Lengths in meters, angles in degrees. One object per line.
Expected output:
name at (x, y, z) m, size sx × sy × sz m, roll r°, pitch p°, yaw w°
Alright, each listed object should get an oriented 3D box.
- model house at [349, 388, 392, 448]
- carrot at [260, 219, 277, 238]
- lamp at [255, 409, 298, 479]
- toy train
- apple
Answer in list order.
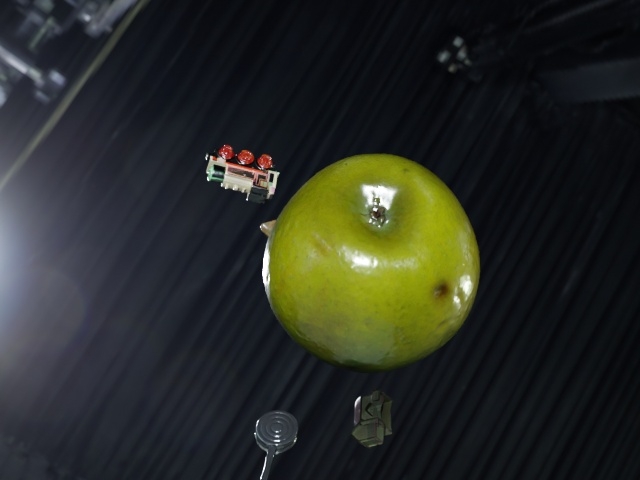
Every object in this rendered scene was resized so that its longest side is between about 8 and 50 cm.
model house at (0.068, 0.262, 1.621) m, size 0.058 × 0.083 × 0.057 m, roll -16°, pitch -36°, yaw 28°
carrot at (0.000, 0.000, 1.856) m, size 0.263 × 0.102 × 0.102 m, roll 13°, pitch 4°, yaw -45°
lamp at (-0.100, 0.367, 1.608) m, size 0.130 × 0.371 × 0.108 m, roll 14°, pitch -47°, yaw 18°
toy train at (-0.144, -0.121, 2.046) m, size 0.138 × 0.087 × 0.050 m, roll 14°, pitch -37°, yaw -9°
apple at (0.046, 0.016, 0.980) m, size 0.196 × 0.196 × 0.157 m, roll 28°, pitch -31°, yaw 15°
